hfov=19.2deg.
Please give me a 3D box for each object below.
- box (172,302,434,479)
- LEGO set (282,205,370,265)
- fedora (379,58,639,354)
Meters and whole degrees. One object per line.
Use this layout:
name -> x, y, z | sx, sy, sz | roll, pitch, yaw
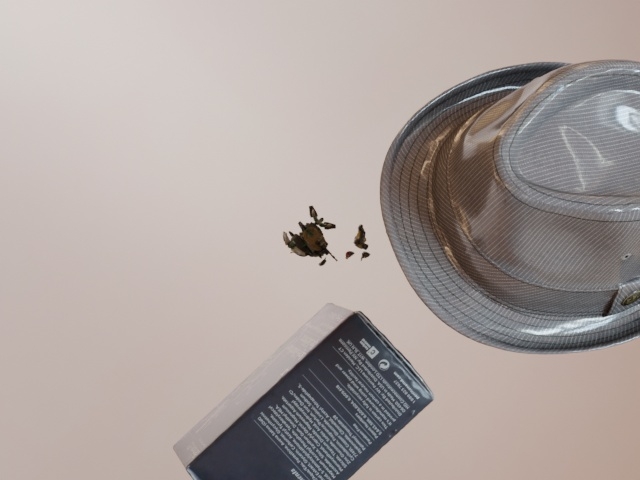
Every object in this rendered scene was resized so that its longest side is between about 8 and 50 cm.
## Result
box -> -0.019, 0.164, 1.688 | 0.207, 0.108, 0.153 | -42, -173, -7
LEGO set -> 0.001, 0.002, 1.585 | 0.023, 0.083, 0.054 | -41, -146, 49
fedora -> 0.194, -0.048, 1.421 | 0.275, 0.243, 0.124 | -8, 158, -19
